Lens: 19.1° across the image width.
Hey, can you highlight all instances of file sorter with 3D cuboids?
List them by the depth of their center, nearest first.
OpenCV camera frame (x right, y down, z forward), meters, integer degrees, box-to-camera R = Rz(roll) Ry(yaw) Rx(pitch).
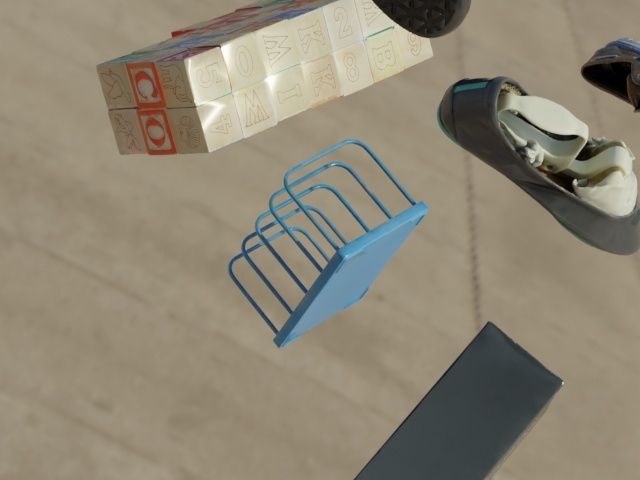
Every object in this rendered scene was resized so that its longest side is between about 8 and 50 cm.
[{"bbox_3d":[0.000,0.000,1.825,0.118,0.170,0.104,-30,75,-37],"label":"file sorter"}]

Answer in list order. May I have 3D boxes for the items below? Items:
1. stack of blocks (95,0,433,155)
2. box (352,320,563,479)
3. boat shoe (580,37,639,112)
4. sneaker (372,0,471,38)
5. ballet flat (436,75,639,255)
[{"bbox_3d":[-0.061,-0.165,1.773,0.297,0.087,0.171,-26,18,-40],"label":"stack of blocks"},{"bbox_3d":[0.114,0.221,1.878,0.103,0.261,0.184,40,-10,7],"label":"box"},{"bbox_3d":[0.334,-0.151,1.890,0.066,0.066,0.183,-26,27,-28],"label":"boat shoe"},{"bbox_3d":[0.054,-0.263,1.436,0.235,0.084,0.097,60,32,4],"label":"sneaker"},{"bbox_3d":[0.173,-0.054,1.335,0.203,0.074,0.074,33,17,-26],"label":"ballet flat"}]
